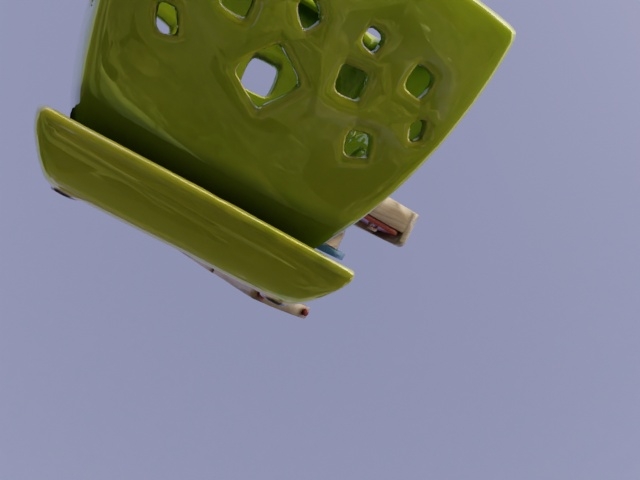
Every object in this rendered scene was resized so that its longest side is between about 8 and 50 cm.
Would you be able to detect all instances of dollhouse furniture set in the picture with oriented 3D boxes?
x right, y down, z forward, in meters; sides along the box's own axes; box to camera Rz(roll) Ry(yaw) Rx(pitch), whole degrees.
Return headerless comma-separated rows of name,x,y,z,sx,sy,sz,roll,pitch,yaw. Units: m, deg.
dollhouse furniture set,0.000,0.000,0.836,0.183,0.129,0.129,26,-88,-42

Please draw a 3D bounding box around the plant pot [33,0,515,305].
plant pot,-0.054,-0.095,0.588,0.228,0.227,0.207,28,-91,-18
